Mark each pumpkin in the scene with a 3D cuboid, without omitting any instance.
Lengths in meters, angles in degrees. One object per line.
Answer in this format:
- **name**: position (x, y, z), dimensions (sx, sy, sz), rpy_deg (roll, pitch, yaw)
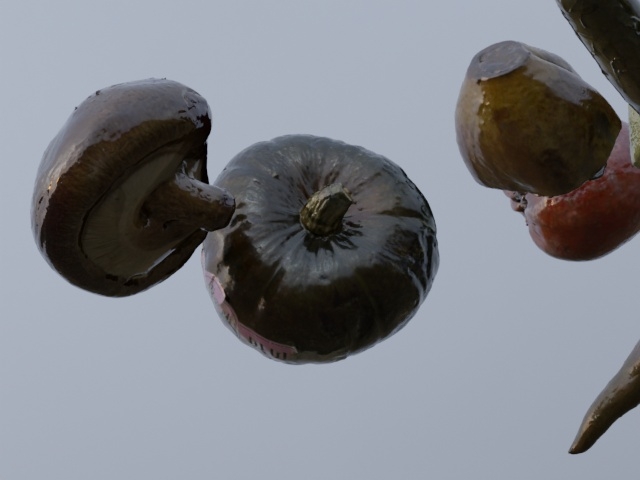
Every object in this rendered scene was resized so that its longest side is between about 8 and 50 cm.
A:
- **pumpkin**: position (0.000, -0.001, 1.418), dimensions (0.260, 0.260, 0.189), rpy_deg (-4, -25, -9)

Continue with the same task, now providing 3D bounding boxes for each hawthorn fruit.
- **hawthorn fruit**: position (0.460, -0.093, 2.393), dimensions (0.284, 0.284, 0.284), rpy_deg (-7, -31, -4)

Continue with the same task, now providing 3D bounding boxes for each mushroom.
- **mushroom**: position (-0.185, -0.054, 1.252), dimensions (0.194, 0.138, 0.231), rpy_deg (-14, -42, -27)

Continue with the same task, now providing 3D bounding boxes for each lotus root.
- **lotus root**: position (0.264, -0.179, 1.715), dimensions (0.188, 0.199, 0.180), rpy_deg (4, -39, 40)

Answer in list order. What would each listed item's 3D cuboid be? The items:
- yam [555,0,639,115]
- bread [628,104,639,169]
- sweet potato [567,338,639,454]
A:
- **yam**: position (0.310, -0.166, 1.290), dimensions (0.071, 0.067, 0.317), rpy_deg (-45, -48, 5)
- **bread**: position (0.452, -0.182, 1.726), dimensions (0.068, 0.188, 0.125), rpy_deg (26, -48, -15)
- **sweet potato**: position (0.367, 0.148, 1.540), dimensions (0.069, 0.059, 0.249), rpy_deg (21, -73, -37)
